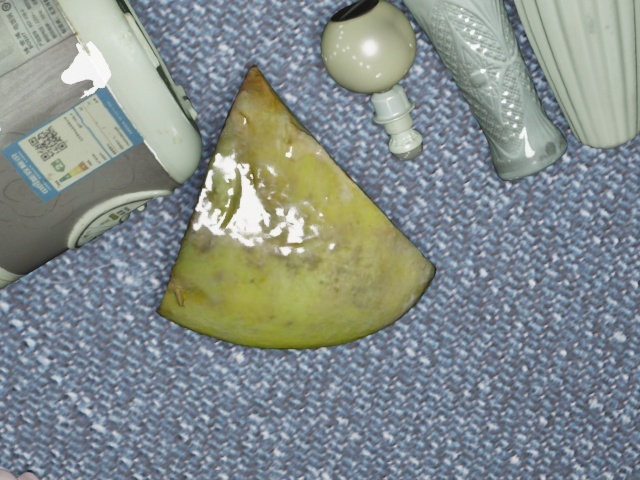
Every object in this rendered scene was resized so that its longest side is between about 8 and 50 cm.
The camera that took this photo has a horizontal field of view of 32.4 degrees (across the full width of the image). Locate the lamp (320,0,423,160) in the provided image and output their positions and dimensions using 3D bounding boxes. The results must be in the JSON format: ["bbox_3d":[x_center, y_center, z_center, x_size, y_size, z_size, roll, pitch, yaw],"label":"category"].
[{"bbox_3d":[0.060,-0.148,1.060,0.091,0.091,0.163,-22,117,1],"label":"lamp"}]

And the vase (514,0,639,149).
[{"bbox_3d":[0.251,-0.209,1.038,0.128,0.128,0.248,-18,111,0],"label":"vase"}]

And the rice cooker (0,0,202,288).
[{"bbox_3d":[-0.267,-0.114,0.937,0.277,0.288,0.288,-30,101,-1],"label":"rice cooker"}]

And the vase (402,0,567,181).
[{"bbox_3d":[0.160,-0.167,1.054,0.096,0.096,0.219,-28,104,2],"label":"vase"}]

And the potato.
[{"bbox_3d":[0.000,0.000,1.066,0.255,0.112,0.270,20,101,-8],"label":"potato"}]

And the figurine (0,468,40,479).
[{"bbox_3d":[-0.311,0.308,1.106,0.229,0.112,0.137,41,91,-20],"label":"figurine"}]
